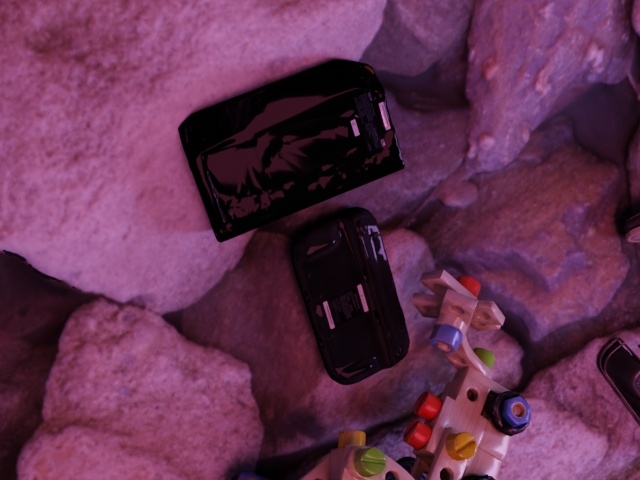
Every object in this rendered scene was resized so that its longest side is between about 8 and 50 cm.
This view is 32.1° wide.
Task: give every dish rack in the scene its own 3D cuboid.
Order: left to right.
[{"bbox_3d":[0.510,0.143,1.406,0.271,0.074,0.208,-40,119,1],"label":"dish rack"}]

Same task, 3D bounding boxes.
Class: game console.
[{"bbox_3d":[0.000,0.000,1.188,0.213,0.044,0.361,-22,115,-10],"label":"game console"}]

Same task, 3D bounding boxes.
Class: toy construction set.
[{"bbox_3d":[0.110,0.201,1.203,0.215,0.151,0.327,32,78,-10],"label":"toy construction set"}]

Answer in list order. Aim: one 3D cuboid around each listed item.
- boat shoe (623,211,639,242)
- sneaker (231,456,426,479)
[{"bbox_3d":[0.447,-0.061,1.334,0.206,0.075,0.065,-25,73,-5],"label":"boat shoe"},{"bbox_3d":[0.051,0.317,1.291,0.330,0.130,0.147,19,67,-13],"label":"sneaker"}]
